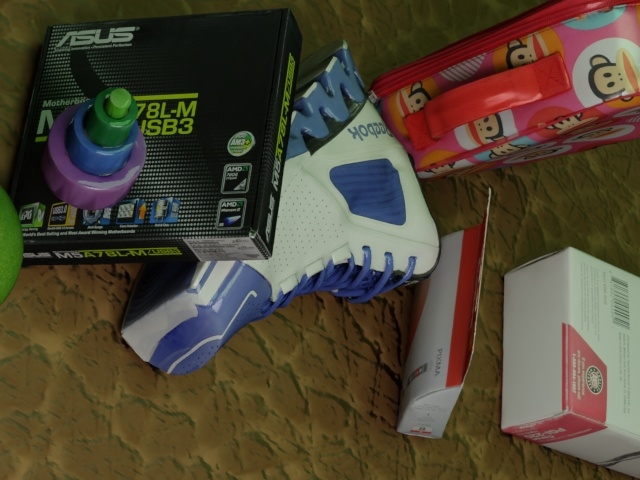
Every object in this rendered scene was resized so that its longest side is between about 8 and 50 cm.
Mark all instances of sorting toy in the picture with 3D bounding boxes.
[{"bbox_3d":[-0.252,-0.010,0.917,0.365,0.126,0.127,-28,79,-28],"label":"sorting toy"}]

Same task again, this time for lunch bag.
[{"bbox_3d":[0.188,-0.127,1.292,0.258,0.293,0.120,-14,87,-44],"label":"lunch bag"}]

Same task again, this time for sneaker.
[{"bbox_3d":[0.000,-0.001,1.191,0.182,0.127,0.315,45,48,-15],"label":"sneaker"}]

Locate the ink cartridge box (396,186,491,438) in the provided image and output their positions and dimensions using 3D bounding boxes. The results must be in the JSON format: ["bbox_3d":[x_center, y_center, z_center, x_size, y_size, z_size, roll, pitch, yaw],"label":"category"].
[{"bbox_3d":[0.096,0.059,1.224,0.045,0.179,0.145,8,62,2],"label":"ink cartridge box"}]

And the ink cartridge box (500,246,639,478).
[{"bbox_3d":[0.270,0.118,1.401,0.218,0.092,0.158,21,60,-31],"label":"ink cartridge box"}]

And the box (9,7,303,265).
[{"bbox_3d":[-0.116,-0.073,1.086,0.045,0.190,0.184,57,36,-60],"label":"box"}]
